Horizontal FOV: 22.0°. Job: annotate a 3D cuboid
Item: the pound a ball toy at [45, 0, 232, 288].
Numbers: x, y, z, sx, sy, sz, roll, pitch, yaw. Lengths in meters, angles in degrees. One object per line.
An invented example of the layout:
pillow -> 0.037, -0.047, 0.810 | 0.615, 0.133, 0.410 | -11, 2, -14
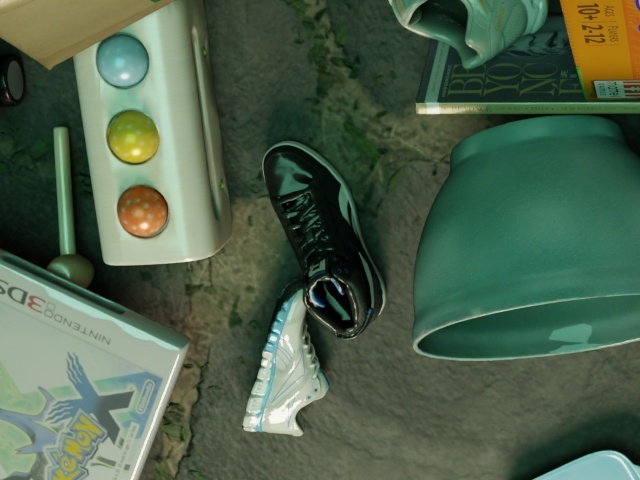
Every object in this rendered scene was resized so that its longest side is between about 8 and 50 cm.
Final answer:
pound a ball toy -> -0.218, -0.091, 1.745 | 0.208, 0.136, 0.319 | -3, 103, 13

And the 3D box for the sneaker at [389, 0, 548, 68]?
sneaker -> 0.092, -0.272, 1.608 | 0.262, 0.121, 0.099 | 39, 148, 14

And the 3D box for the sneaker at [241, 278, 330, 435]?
sneaker -> -0.025, 0.131, 1.802 | 0.082, 0.071, 0.191 | 15, 116, 2

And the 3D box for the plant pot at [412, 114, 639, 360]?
plant pot -> 0.223, -0.007, 1.612 | 0.293, 0.293, 0.196 | -11, 75, 15

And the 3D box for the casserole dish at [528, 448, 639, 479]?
casserole dish -> 0.277, 0.292, 1.785 | 0.188, 0.037, 0.114 | -29, 96, 17

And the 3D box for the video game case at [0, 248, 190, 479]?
video game case -> -0.329, 0.184, 1.823 | 0.300, 0.036, 0.329 | 25, 115, 5

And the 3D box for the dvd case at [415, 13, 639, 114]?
dvd case -> 0.212, -0.175, 1.614 | 0.221, 0.165, 0.018 | 1, 129, 13

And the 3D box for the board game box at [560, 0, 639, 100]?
board game box -> 0.383, -0.340, 1.365 | 0.356, 0.356, 0.356 | -1, 78, 13

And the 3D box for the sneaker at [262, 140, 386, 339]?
sneaker -> 0.000, 0.000, 1.726 | 0.079, 0.121, 0.217 | -28, 97, 17

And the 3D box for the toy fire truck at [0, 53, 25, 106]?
toy fire truck -> -0.395, -0.216, 1.693 | 0.158, 0.246, 0.217 | -3, 104, 14

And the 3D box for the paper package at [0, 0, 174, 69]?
paper package -> -0.214, -0.378, 1.596 | 0.324, 0.168, 0.310 | -26, 69, 17
